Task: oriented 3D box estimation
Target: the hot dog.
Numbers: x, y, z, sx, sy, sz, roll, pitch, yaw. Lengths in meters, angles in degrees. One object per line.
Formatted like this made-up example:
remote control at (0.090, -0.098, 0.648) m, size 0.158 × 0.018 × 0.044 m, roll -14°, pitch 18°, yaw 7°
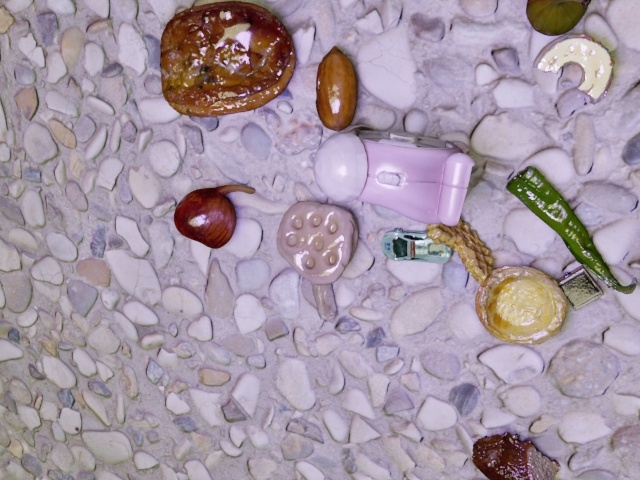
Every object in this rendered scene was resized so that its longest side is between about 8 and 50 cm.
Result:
hot dog at (-0.254, -0.451, 1.343) m, size 0.387 × 0.174 × 0.267 m, roll -1°, pitch 102°, yaw 21°

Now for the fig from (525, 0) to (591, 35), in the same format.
fig at (0.475, -0.465, 1.038) m, size 0.124 × 0.236 × 0.124 m, roll 5°, pitch 115°, yaw 11°

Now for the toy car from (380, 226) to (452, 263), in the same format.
toy car at (0.244, 0.019, 1.353) m, size 0.186 × 0.058 × 0.094 m, roll 3°, pitch 107°, yaw 19°

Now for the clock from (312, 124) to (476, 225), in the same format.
clock at (0.162, -0.161, 1.190) m, size 0.325 × 0.342 × 0.184 m, roll 15°, pitch 104°, yaw 7°

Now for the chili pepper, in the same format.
chili pepper at (0.576, -0.023, 1.209) m, size 0.359 × 0.076 × 0.085 m, roll 48°, pitch 133°, yaw 7°

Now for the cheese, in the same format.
cheese at (0.000, 0.000, 1.389) m, size 0.217 × 0.117 × 0.235 m, roll -26°, pitch 77°, yaw 14°

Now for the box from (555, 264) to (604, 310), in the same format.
box at (0.611, 0.111, 1.253) m, size 0.079 × 0.035 × 0.083 m, roll -40°, pitch 89°, yaw 25°

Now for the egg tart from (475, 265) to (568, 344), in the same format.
egg tart at (0.483, 0.152, 1.283) m, size 0.212 × 0.090 × 0.213 m, roll 6°, pitch 109°, yaw 18°

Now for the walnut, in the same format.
walnut at (0.037, -0.371, 1.293) m, size 0.115 × 0.115 × 0.207 m, roll 0°, pitch 98°, yaw 20°

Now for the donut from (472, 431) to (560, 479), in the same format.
donut at (0.509, 0.595, 1.381) m, size 0.186 × 0.126 × 0.144 m, roll 43°, pitch 121°, yaw 5°

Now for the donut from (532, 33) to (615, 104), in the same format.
donut at (0.552, -0.377, 1.125) m, size 0.166 × 0.065 × 0.108 m, roll 37°, pitch 118°, yaw 10°

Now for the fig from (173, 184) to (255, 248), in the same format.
fig at (-0.307, -0.089, 1.481) m, size 0.175 × 0.175 × 0.207 m, roll 29°, pitch 98°, yaw 11°

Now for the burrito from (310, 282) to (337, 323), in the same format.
burrito at (0.006, 0.145, 1.481) m, size 0.058 × 0.045 × 0.189 m, roll -9°, pitch 101°, yaw 23°

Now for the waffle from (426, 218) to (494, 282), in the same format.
waffle at (0.335, 0.012, 1.270) m, size 0.194 × 0.149 × 0.051 m, roll 49°, pitch 131°, yaw 1°
